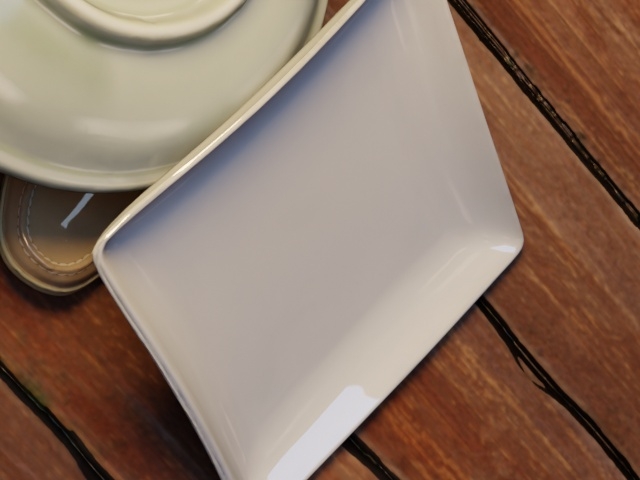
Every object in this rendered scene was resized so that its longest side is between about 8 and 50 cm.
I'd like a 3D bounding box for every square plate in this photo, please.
[{"bbox_3d":[0.000,0.000,1.356,0.347,0.049,0.344,-45,137,-20],"label":"square plate"}]

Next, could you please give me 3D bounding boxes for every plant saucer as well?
[{"bbox_3d":[-0.144,-0.236,1.234,0.400,0.100,0.400,4,83,-31],"label":"plant saucer"}]

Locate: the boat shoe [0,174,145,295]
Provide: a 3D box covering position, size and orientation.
[{"bbox_3d":[-0.134,-0.115,1.357,0.121,0.110,0.341,33,73,-17],"label":"boat shoe"}]
